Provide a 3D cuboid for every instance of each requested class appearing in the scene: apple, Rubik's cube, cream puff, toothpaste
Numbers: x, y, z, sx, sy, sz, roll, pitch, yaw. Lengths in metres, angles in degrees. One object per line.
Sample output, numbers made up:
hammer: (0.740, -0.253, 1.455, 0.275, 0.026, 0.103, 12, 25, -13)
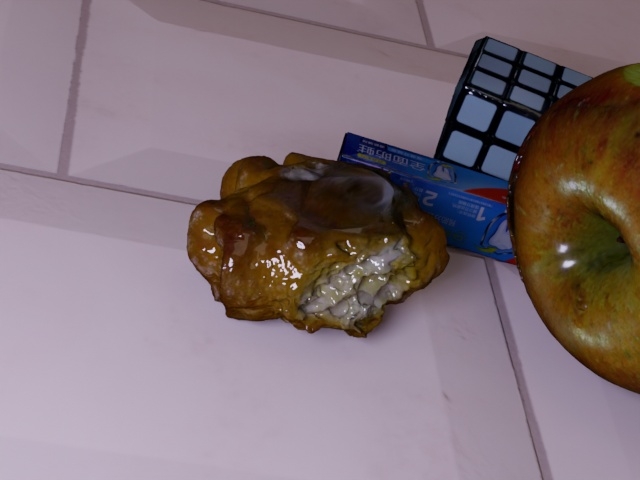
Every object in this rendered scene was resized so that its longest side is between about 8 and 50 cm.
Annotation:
apple: (0.399, -0.018, 1.483, 0.374, 0.374, 0.384, -8, 57, -34)
Rubik's cube: (0.232, -0.132, 1.734, 0.163, 0.162, 0.160, 22, 35, 3)
cream puff: (0.000, 0.000, 1.447, 0.269, 0.154, 0.241, 15, 34, -3)
toothpaste: (0.168, -0.037, 1.647, 0.320, 0.076, 0.066, 17, 31, -4)
